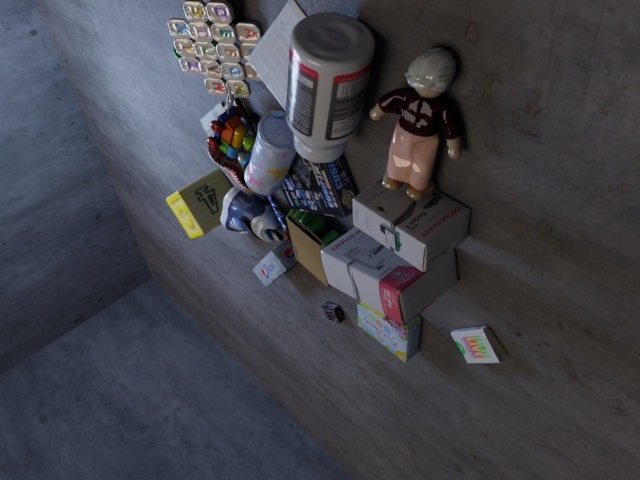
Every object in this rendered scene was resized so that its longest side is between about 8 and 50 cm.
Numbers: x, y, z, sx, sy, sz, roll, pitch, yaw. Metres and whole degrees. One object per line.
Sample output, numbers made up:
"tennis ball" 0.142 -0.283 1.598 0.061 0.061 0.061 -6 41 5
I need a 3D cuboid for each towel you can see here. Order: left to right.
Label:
"towel" -0.269 -0.303 1.991 0.324 0.056 0.312 -5 117 60

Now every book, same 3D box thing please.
"book" 0.409 0.270 1.566 0.096 0.035 0.144 59 156 0

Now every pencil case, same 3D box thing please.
"pencil case" -0.134 -0.231 1.625 0.124 0.114 0.273 63 156 16

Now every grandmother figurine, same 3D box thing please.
"grandmother figurine" 0.199 -0.240 1.235 0.208 0.104 0.342 18 142 9

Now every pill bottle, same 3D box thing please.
"pill bottle" 0.012 -0.325 1.347 0.176 0.176 0.318 44 152 21

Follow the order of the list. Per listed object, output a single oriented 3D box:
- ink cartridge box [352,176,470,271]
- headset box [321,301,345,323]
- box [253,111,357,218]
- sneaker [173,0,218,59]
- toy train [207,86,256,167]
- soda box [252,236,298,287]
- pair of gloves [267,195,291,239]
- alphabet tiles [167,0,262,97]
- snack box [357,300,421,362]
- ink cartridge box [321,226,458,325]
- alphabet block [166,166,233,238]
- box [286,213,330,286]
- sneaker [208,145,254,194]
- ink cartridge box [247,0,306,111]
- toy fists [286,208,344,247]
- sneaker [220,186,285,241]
"ink cartridge box" 0.206 -0.051 1.369 0.219 0.160 0.092 35 148 33
"headset box" 0.048 0.258 2.156 0.083 0.032 0.062 9 130 55
"box" -0.040 -0.215 1.690 0.293 0.073 0.295 11 130 54
"sneaker" -0.339 -0.574 1.702 0.109 0.124 0.296 58 153 -7
"toy train" -0.238 -0.322 1.760 0.143 0.105 0.248 44 152 5
"soda box" -0.156 0.083 2.215 0.091 0.098 0.286 53 155 1
"pair of gloves" -0.135 -0.092 1.932 0.198 0.023 0.159 66 177 -39
"alphabet tiles" -0.279 -0.516 1.640 0.278 0.021 0.284 11 139 18
"snack box" 0.206 0.248 1.832 0.207 0.070 0.174 38 149 33
"ink cartridge box" 0.168 0.065 1.516 0.283 0.207 0.117 27 142 44
"alphabet block" -0.445 -0.142 2.320 0.193 0.197 0.192 59 155 -9
"box" -0.033 0.033 1.817 0.164 0.021 0.201 40 155 34
"sneaker" -0.288 -0.234 1.970 0.225 0.088 0.092 49 158 8
"ink cartridge box" -0.062 -0.451 1.491 0.189 0.066 0.232 54 133 2
"toy fists" 0.000 0.000 1.855 0.279 0.096 0.142 45 152 22
"sneaker" -0.231 -0.051 2.149 0.236 0.130 0.322 41 161 8
